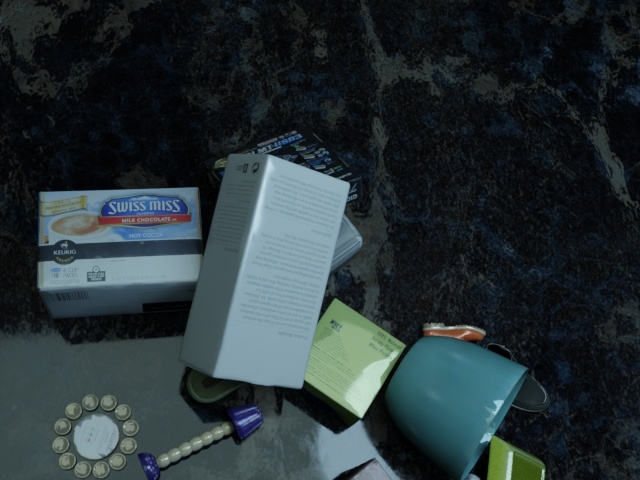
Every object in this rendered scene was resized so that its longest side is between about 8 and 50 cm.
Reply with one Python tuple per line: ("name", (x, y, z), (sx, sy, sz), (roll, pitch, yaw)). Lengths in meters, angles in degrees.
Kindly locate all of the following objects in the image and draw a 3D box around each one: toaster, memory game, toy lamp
("toaster", (0.000, 0.000, 1.842), (0.146, 0.129, 0.227), (-34, 75, -23))
("memory game", (-0.489, 0.425, 1.637), (0.186, 0.012, 0.186), (4, 67, -10))
("toy lamp", (-0.256, 0.438, 1.644), (0.275, 0.080, 0.080), (-24, 74, -16))

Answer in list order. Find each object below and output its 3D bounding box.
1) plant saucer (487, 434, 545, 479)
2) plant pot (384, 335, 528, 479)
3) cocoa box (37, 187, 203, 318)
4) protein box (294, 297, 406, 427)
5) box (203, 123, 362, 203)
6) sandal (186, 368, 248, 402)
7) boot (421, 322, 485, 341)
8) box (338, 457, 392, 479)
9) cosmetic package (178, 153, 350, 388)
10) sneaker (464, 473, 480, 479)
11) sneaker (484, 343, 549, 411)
("plant saucer", (0.448, 0.556, 1.692), (0.188, 0.045, 0.188), (32, 58, -33))
("plant pot", (0.285, 0.350, 1.679), (0.235, 0.293, 0.293), (30, 65, 21))
("cocoa box", (-0.440, 0.029, 1.688), (0.347, 0.231, 0.227), (-3, 69, -12))
("protein box", (0.051, 0.283, 1.731), (0.200, 0.136, 0.201), (33, 67, 4))
("box", (-0.096, -0.152, 1.846), (0.296, 0.073, 0.293), (-23, 42, -20))
("sandal", (-0.168, 0.266, 1.723), (0.303, 0.086, 0.120), (-37, 79, -22))
("boot", (0.328, 0.249, 1.846), (0.158, 0.059, 0.084), (1, 71, -1))
("box", (0.071, 0.595, 1.591), (0.203, 0.167, 0.168), (-33, 78, -21))
("cosmetic package", (-0.116, 0.064, 1.582), (0.230, 0.162, 0.453), (17, 85, -38))
("sneaker", (0.348, 0.666, 1.659), (0.153, 0.101, 0.268), (24, 63, -10))
("sneaker", (0.464, 0.333, 1.800), (0.222, 0.118, 0.083), (31, 66, 3))
